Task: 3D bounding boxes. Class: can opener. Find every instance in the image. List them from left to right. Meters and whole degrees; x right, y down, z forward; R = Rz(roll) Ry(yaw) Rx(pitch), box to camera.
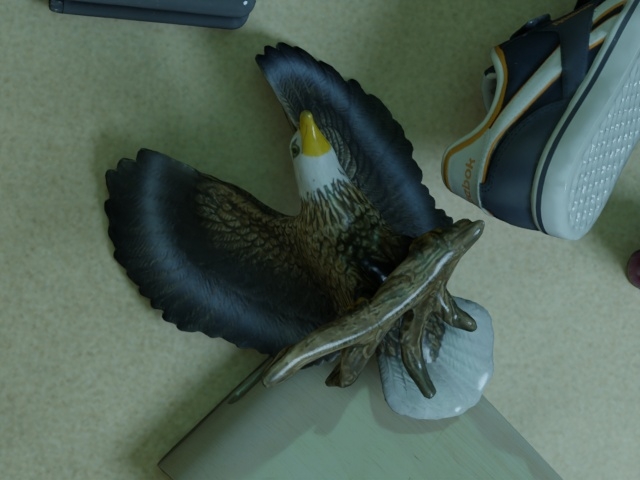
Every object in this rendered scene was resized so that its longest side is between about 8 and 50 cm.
[{"bbox_3d":[-0.188,-0.220,1.507,0.280,0.074,0.093,9,81,-8],"label":"can opener"}]

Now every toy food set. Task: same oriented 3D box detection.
[{"bbox_3d":[0.052,0.209,1.500,0.220,0.092,0.306,-42,83,-11],"label":"toy food set"}]

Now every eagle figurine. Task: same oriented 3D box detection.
[{"bbox_3d":[0.000,-0.011,1.452,0.226,0.298,0.225,6,105,-32],"label":"eagle figurine"}]

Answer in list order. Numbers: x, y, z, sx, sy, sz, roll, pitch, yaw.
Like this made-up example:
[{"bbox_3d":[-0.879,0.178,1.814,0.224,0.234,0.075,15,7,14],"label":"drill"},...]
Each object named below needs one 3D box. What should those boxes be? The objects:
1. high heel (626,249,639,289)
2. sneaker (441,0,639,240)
[{"bbox_3d":[0.373,0.039,1.547,0.244,0.117,0.082,19,81,-7],"label":"high heel"},{"bbox_3d":[0.209,-0.136,1.527,0.127,0.126,0.321,16,47,30],"label":"sneaker"}]
